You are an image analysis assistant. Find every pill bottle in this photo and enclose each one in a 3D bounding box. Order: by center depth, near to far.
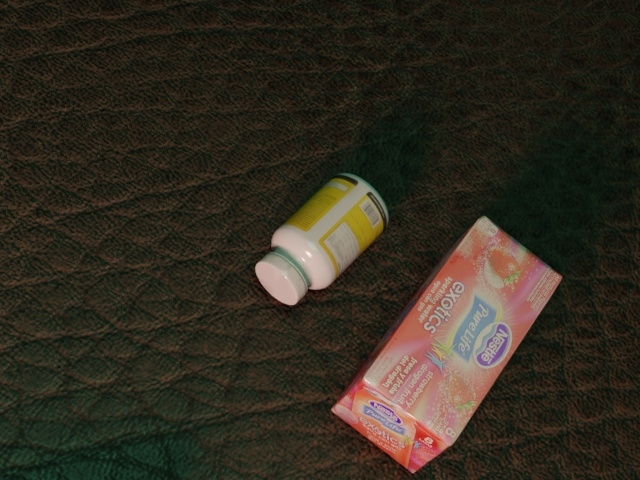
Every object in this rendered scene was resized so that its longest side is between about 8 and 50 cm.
[{"bbox_3d":[0.000,0.000,1.740,0.103,0.103,0.184,44,63,5],"label":"pill bottle"}]

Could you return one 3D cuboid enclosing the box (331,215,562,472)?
[{"bbox_3d":[0.167,0.135,1.703,0.142,0.154,0.300,37,61,2],"label":"box"}]
